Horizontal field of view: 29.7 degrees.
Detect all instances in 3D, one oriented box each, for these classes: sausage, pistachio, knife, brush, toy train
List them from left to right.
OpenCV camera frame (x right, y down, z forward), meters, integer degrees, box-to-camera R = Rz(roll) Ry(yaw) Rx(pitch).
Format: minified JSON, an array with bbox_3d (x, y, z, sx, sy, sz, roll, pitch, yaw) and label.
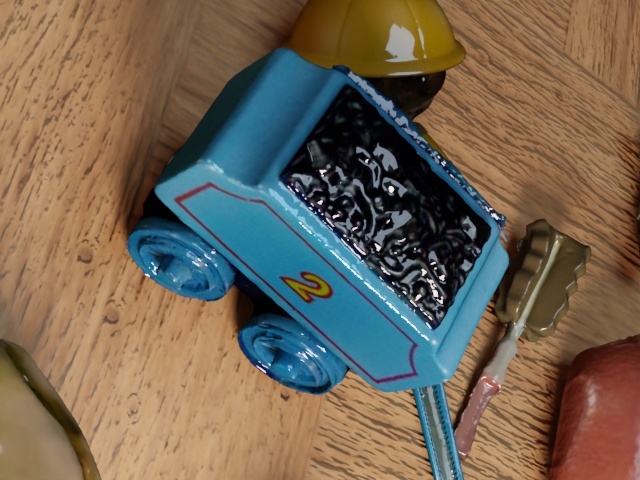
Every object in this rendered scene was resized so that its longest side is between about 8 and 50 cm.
[{"bbox_3d":[-0.258,0.203,0.880,0.197,0.166,0.288,-15,67,-2],"label":"pistachio"},{"bbox_3d":[0.000,0.000,1.069,0.300,0.265,0.188,42,57,-18],"label":"toy train"},{"bbox_3d":[0.120,0.169,1.261,0.044,0.026,0.296,-11,82,-13],"label":"knife"},{"bbox_3d":[0.211,0.111,1.343,0.084,0.071,0.301,33,65,-7],"label":"brush"},{"bbox_3d":[0.331,0.228,1.343,0.148,0.148,0.254,24,64,-31],"label":"sausage"}]

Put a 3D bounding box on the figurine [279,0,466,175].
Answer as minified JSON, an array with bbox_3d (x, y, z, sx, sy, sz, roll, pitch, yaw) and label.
[{"bbox_3d":[0.069,-0.151,1.240,0.192,0.167,0.256,-22,92,-54],"label":"figurine"}]

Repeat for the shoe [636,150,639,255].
[{"bbox_3d":[0.451,-0.085,1.562,0.149,0.109,0.293,50,47,-12],"label":"shoe"}]
